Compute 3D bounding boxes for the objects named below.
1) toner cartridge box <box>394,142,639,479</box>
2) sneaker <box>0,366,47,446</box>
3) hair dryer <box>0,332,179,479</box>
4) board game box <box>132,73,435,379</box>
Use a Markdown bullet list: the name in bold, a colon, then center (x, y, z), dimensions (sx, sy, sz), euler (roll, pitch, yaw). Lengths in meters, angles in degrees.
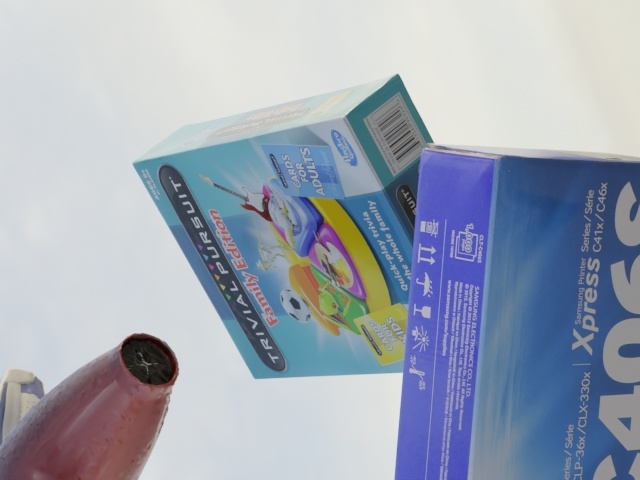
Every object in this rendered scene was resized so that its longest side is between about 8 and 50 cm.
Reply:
- **toner cartridge box**: center (0.132, 0.119, 1.185), dimensions (0.165, 0.075, 0.348), euler (0, -83, -35)
- **sneaker**: center (-0.233, 0.264, 1.791), dimensions (0.182, 0.127, 0.315), euler (18, -155, -22)
- **hair dryer**: center (-0.161, 0.181, 1.086), dimensions (0.080, 0.293, 0.223), euler (29, -178, -14)
- **board game box**: center (0.000, 0.000, 1.770), dimensions (0.079, 0.336, 0.254), euler (-39, -72, -34)
